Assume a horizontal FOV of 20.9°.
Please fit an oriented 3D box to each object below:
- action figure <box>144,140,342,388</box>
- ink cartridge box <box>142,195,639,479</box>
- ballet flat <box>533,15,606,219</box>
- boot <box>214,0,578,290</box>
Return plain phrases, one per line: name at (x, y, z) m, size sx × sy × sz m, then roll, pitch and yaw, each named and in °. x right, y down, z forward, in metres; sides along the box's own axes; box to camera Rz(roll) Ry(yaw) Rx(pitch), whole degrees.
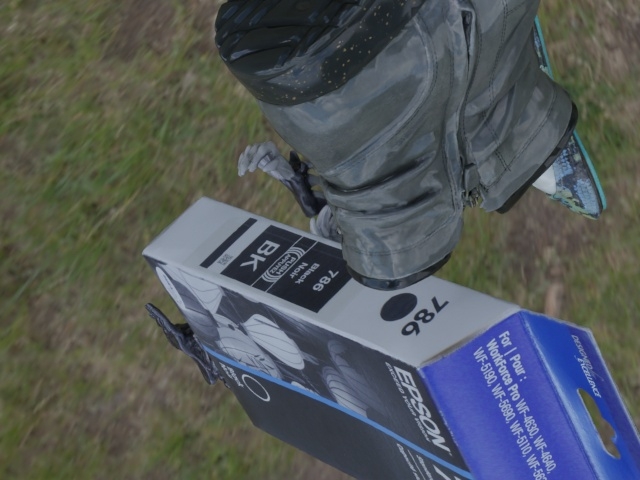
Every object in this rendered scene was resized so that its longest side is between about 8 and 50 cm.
action figure at (0.000, 0.000, 1.379) m, size 0.275 × 0.164 × 0.141 m, roll -42°, pitch 127°, yaw -12°
ink cartridge box at (0.042, 0.082, 0.987) m, size 0.065 × 0.332 × 0.165 m, roll -44°, pitch 125°, yaw -22°
ballet flat at (0.150, -0.089, 1.271) m, size 0.070 × 0.070 × 0.188 m, roll -21°, pitch 107°, yaw 11°
boot at (0.076, -0.103, 0.740) m, size 0.246 × 0.083 × 0.161 m, roll -42°, pitch 136°, yaw -6°
